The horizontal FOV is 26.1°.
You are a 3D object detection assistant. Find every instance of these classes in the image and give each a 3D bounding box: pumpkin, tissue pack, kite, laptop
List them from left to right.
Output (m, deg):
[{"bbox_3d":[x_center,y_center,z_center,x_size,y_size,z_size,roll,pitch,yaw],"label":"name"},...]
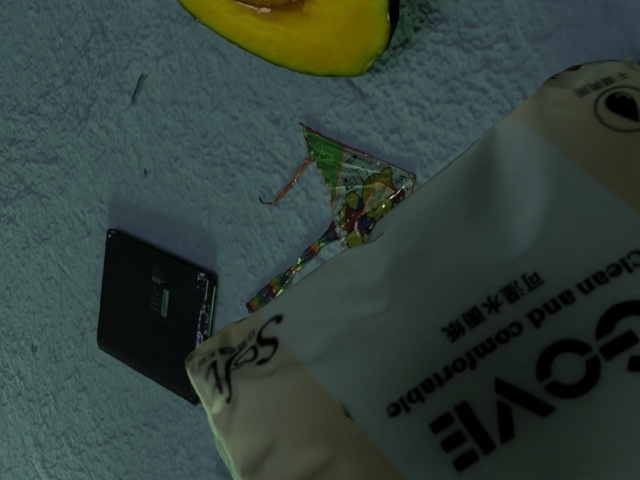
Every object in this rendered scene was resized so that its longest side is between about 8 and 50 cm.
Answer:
[{"bbox_3d":[-0.162,0.070,1.324,0.180,0.016,0.129,21,109,47],"label":"laptop"},{"bbox_3d":[0.000,0.000,1.138,0.244,0.006,0.198,-38,66,44],"label":"kite"},{"bbox_3d":[0.017,-0.221,1.051,0.254,0.149,0.130,-7,48,49],"label":"pumpkin"},{"bbox_3d":[0.131,0.116,0.824,0.375,0.195,0.390,-36,58,4],"label":"tissue pack"}]
